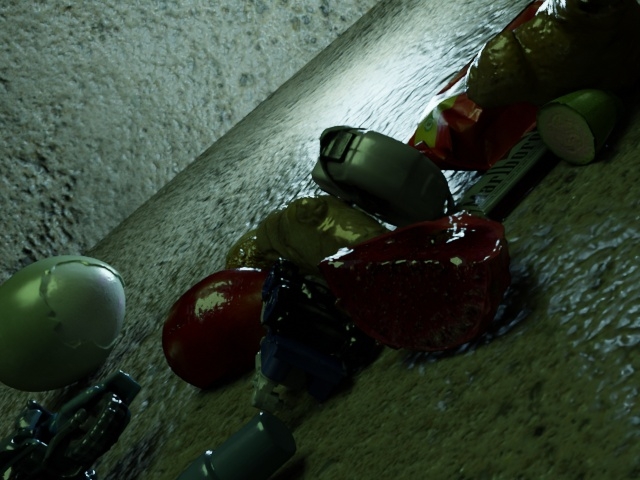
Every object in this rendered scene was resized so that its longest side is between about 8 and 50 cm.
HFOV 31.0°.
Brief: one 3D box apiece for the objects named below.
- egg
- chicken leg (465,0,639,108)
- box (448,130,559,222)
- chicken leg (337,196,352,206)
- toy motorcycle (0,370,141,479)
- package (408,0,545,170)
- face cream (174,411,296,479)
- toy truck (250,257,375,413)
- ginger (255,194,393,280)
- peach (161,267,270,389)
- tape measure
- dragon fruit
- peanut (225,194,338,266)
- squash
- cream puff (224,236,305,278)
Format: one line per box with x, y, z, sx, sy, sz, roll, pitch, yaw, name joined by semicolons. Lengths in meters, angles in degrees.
-0.574;0.173;2.525;0.336;0.278;0.278;-39;15;22;egg
0.335;-0.284;1.603;0.295;0.182;0.409;-25;-13;1;chicken leg
0.278;-0.091;1.709;0.177;0.036;0.115;-45;16;-14;box
0.060;-0.096;2.203;0.219;0.048;0.089;-39;13;5;chicken leg
-0.448;0.341;1.973;0.416;0.172;0.232;-40;19;36;toy motorcycle
0.304;-0.251;1.917;0.423;0.123;0.196;-44;14;-10;package
-0.189;0.364;1.486;0.385;0.086;0.135;-42;12;13;face cream
-0.029;0.145;1.628;0.177;0.161;0.213;-62;11;14;toy truck
0.000;0.000;1.800;0.126;0.190;0.354;-57;24;-16;ginger
-0.158;0.142;1.900;0.267;0.159;0.154;-26;27;36;peach
0.094;-0.098;1.746;0.120;0.236;0.197;-63;-12;-8;tape measure
0.164;0.044;1.475;0.262;0.134;0.211;0;29;44;dragon fruit
-0.058;0.002;2.099;0.257;0.123;0.123;-34;17;13;peanut
0.384;-0.180;1.616;0.132;0.105;0.105;-37;13;-25;squash
-0.095;0.060;1.987;0.126;0.144;0.103;-58;24;27;cream puff
